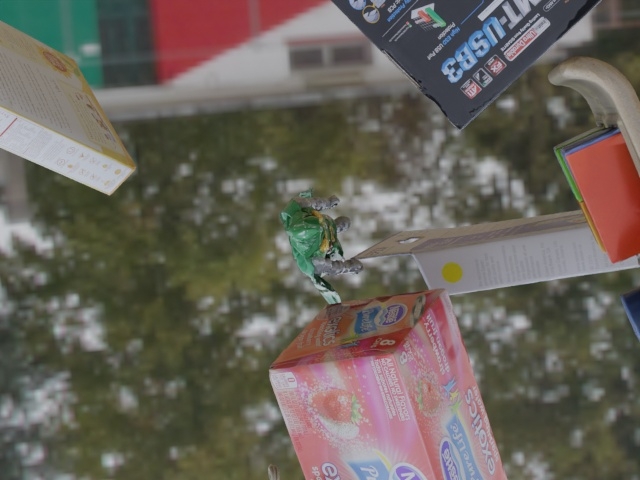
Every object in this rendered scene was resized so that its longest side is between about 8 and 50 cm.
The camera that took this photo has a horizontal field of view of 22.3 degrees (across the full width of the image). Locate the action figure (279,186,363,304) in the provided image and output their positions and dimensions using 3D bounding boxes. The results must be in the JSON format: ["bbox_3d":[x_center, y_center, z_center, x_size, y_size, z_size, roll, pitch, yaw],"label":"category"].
[{"bbox_3d":[0.000,0.000,1.599,0.063,0.137,0.232,-18,174,7],"label":"action figure"}]

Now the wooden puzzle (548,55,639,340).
[{"bbox_3d":[0.262,0.020,1.271,0.080,0.348,0.322,-29,-179,7],"label":"wooden puzzle"}]

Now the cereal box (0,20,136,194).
[{"bbox_3d":[-0.295,-0.146,1.526,0.240,0.047,0.173,26,-154,-51],"label":"cereal box"}]

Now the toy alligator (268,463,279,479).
[{"bbox_3d":[-0.019,0.285,1.536,0.051,0.189,0.056,-8,-148,-9],"label":"toy alligator"}]

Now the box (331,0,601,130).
[{"bbox_3d":[0.122,-0.293,1.431,0.295,0.293,0.073,-44,-176,39],"label":"box"}]

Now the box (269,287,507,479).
[{"bbox_3d":[0.080,0.217,1.604,0.142,0.300,0.154,-9,-162,29],"label":"box"}]

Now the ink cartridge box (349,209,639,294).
[{"bbox_3d":[0.216,0.012,1.855,0.307,0.072,0.303,-10,-177,15],"label":"ink cartridge box"}]
